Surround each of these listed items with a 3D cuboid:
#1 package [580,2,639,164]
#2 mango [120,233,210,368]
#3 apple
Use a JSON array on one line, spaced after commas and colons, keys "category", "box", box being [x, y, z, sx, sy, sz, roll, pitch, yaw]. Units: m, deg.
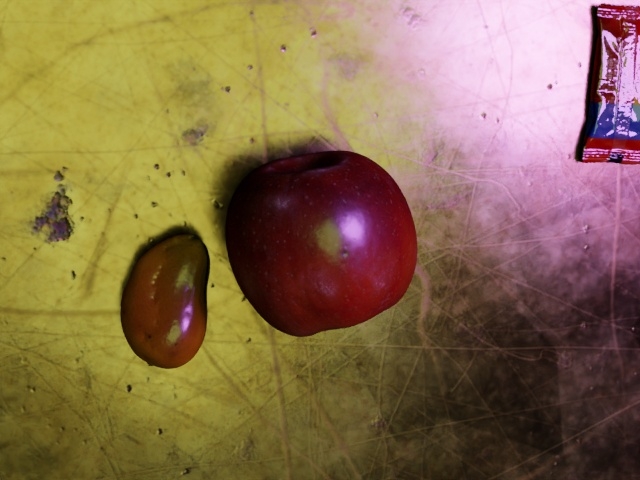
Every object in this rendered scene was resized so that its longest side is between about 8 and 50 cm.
[{"category": "package", "box": [0.375, -0.194, 1.528, 0.083, 0.022, 0.200, 3, 101, -10]}, {"category": "mango", "box": [-0.182, 0.072, 1.453, 0.105, 0.084, 0.159, 10, 78, 4]}, {"category": "apple", "box": [0.000, 0.000, 1.401, 0.218, 0.218, 0.201, -17, 100, -7]}]
